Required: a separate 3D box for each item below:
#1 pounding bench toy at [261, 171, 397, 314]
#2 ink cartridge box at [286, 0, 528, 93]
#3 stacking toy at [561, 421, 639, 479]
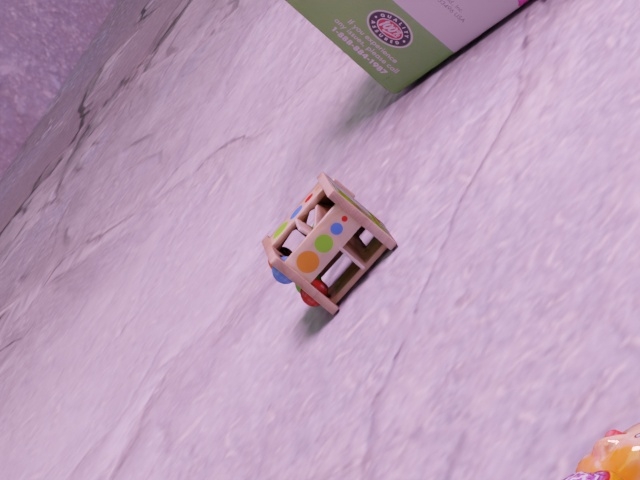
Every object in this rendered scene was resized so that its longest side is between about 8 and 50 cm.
[{"bbox_3d":[0.000,0.000,1.173,0.065,0.052,0.083,-48,16,6],"label":"pounding bench toy"},{"bbox_3d":[0.100,-0.268,1.234,0.353,0.207,0.119,-32,25,45],"label":"ink cartridge box"},{"bbox_3d":[0.043,0.147,0.599,0.302,0.166,0.175,-43,5,-35],"label":"stacking toy"}]
